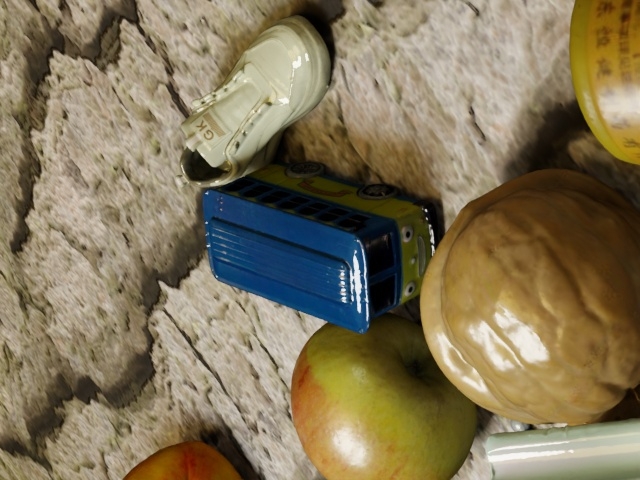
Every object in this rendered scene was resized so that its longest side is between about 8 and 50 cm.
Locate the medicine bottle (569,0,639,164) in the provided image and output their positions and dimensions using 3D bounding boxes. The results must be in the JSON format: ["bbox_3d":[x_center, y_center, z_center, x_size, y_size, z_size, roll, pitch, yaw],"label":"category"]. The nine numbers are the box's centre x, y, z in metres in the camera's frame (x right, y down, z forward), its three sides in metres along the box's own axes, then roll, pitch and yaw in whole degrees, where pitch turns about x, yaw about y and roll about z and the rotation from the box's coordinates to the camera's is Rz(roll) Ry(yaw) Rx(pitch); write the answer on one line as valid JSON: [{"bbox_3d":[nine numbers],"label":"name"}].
[{"bbox_3d":[0.434,-0.179,1.283,0.384,0.224,0.224,1,111,45],"label":"medicine bottle"}]

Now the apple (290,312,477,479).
[{"bbox_3d":[0.082,0.217,1.859,0.261,0.260,0.194,52,128,13],"label":"apple"}]

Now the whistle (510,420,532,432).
[{"bbox_3d":[0.267,0.254,1.845,0.033,0.029,0.083,-27,83,36],"label":"whistle"}]

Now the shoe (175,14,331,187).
[{"bbox_3d":[-0.111,-0.167,1.920,0.124,0.159,0.316,50,141,17],"label":"shoe"}]

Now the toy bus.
[{"bbox_3d":[0.000,0.000,1.876,0.287,0.175,0.138,18,122,40],"label":"toy bus"}]

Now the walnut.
[{"bbox_3d":[0.250,0.062,1.582,0.296,0.285,0.285,-166,52,-85],"label":"walnut"}]

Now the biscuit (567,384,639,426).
[{"bbox_3d":[0.368,0.229,1.725,0.184,0.027,0.133,10,119,44],"label":"biscuit"}]

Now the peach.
[{"bbox_3d":[-0.226,0.453,2.320,0.238,0.281,0.281,11,130,-8],"label":"peach"}]

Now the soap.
[{"bbox_3d":[0.345,0.267,1.591,0.289,0.173,0.095,-11,60,30],"label":"soap"}]
